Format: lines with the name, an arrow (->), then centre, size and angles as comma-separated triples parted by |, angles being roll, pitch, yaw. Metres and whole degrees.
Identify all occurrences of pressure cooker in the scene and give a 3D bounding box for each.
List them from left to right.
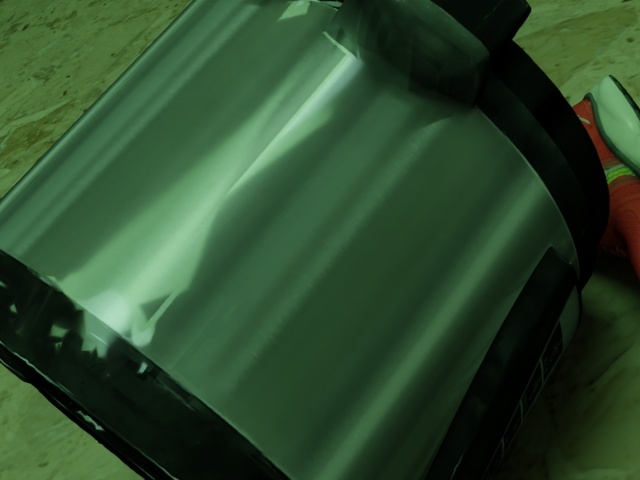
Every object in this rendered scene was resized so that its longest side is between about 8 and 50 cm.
pressure cooker -> -0.005, -0.004, 0.704 | 0.369, 0.375, 0.420 | 14, 59, 50

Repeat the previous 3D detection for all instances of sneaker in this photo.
sneaker -> 0.240, -0.017, 0.779 | 0.118, 0.107, 0.279 | -38, 28, 24
